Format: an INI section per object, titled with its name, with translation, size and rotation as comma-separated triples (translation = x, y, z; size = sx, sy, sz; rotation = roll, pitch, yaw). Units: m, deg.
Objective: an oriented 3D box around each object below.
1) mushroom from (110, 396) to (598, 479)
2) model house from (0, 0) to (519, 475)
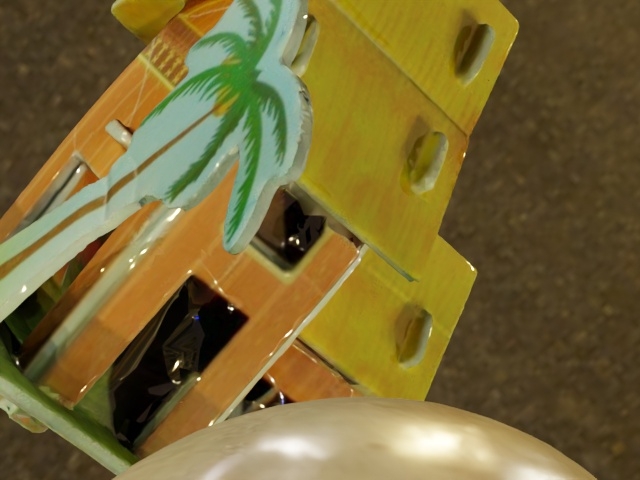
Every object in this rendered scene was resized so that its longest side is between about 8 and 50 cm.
[mushroom]
translation = 0.003, 0.215, 0.665
size = 0.297, 0.290, 0.297
rotation = 19, 46, -21
[model house]
translation = 0.000, 0.000, 0.948
size = 0.300, 0.323, 0.340
rotation = 39, 3, -30
